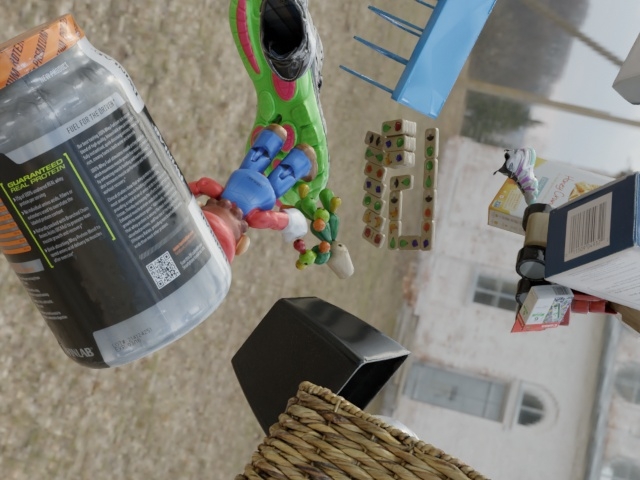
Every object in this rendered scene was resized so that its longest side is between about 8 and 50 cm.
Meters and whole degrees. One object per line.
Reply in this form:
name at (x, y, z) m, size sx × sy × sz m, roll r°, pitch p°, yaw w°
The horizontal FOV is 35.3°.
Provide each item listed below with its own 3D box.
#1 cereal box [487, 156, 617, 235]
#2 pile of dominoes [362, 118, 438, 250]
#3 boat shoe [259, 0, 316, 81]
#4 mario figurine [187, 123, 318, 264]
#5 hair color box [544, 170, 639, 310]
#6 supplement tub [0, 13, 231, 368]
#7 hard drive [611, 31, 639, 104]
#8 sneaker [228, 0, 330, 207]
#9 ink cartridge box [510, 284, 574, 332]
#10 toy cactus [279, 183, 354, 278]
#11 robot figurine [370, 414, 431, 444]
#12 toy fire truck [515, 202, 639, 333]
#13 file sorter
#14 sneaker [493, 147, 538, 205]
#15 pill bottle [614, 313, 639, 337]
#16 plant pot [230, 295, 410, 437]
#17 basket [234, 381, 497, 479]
cereal box at (0.432, -0.059, 1.739) m, size 0.173 × 0.240 × 0.047 m, roll -52°, pitch 149°, yaw -40°
pile of dominoes at (0.139, -0.104, 1.937) m, size 0.040 × 0.196 × 0.251 m, roll 7°, pitch 84°, yaw -41°
boat shoe at (-0.047, -0.272, 1.329) m, size 0.228 × 0.080 × 0.076 m, roll 102°, pitch 3°, yaw -62°
mario figurine at (-0.149, -0.051, 1.746) m, size 0.320 × 0.198 × 0.170 m, roll -49°, pitch 135°, yaw -29°
hair color box at (0.482, 0.031, 1.297) m, size 0.174 × 0.347 × 0.105 m, roll -30°, pitch -134°, yaw 60°
supplement tub at (-0.236, -0.048, 0.994) m, size 0.316 × 0.194 × 0.193 m, roll 64°, pitch 26°, yaw -20°
hard drive at (0.464, -0.308, 1.044) m, size 0.353 × 0.047 × 0.233 m, roll -58°, pitch -160°, yaw -19°
sneaker at (-0.051, -0.287, 1.980) m, size 0.202 × 0.185 × 0.482 m, roll -46°, pitch 138°, yaw -56°
ink cartridge box at (0.343, 0.116, 1.562) m, size 0.115 × 0.063 × 0.029 m, roll 104°, pitch -23°, yaw -45°
toy cactus at (0.000, 0.000, 1.865) m, size 0.180 × 0.112 × 0.219 m, roll 59°, pitch 17°, yaw -28°
robot figurine at (0.136, 0.474, 2.049) m, size 0.353 × 0.300 × 0.199 m, roll 45°, pitch 46°, yaw -56°
toy fire truck at (0.436, 0.070, 1.587) m, size 0.217 × 0.247 × 0.158 m, roll 77°, pitch 23°, yaw -50°
file sorter at (0.116, -0.253, 1.215) m, size 0.118 × 0.104 × 0.170 m, roll 9°, pitch 109°, yaw -60°
sneaker at (0.313, -0.102, 1.627) m, size 0.038 × 0.069 × 0.098 m, roll 109°, pitch -20°, yaw -72°
pill bottle at (0.695, 0.051, 1.941) m, size 0.283 × 0.161 × 0.161 m, roll -56°, pitch 179°, yaw 25°
plant pot at (-0.013, 0.182, 1.461) m, size 0.187 × 0.167 × 0.188 m, roll -52°, pitch 158°, yaw 15°
basket at (0.053, 0.325, 1.007) m, size 0.223 × 0.299 × 0.213 m, roll -54°, pitch 152°, yaw -25°
